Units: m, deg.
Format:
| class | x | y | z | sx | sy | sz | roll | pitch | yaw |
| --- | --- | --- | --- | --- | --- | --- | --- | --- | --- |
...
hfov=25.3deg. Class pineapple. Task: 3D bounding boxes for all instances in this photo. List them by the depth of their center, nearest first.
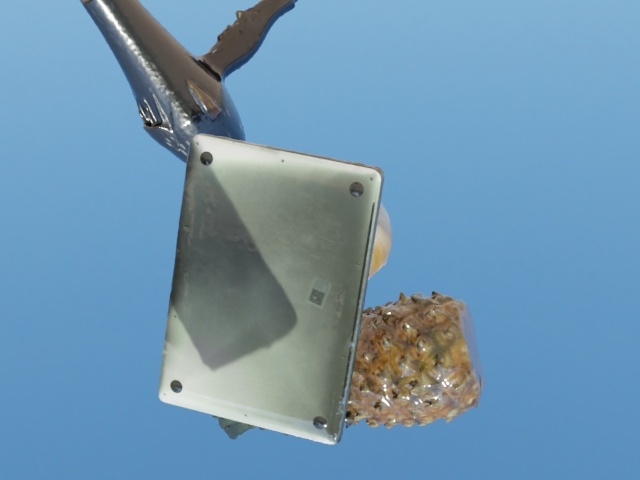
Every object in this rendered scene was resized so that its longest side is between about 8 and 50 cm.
| class | x | y | z | sx | sy | sz | roll | pitch | yaw |
| --- | --- | --- | --- | --- | --- | --- | --- | --- | --- |
| pineapple | 0.014 | 0.143 | 1.526 | 0.310 | 0.141 | 0.170 | -12 | 165 | 10 |

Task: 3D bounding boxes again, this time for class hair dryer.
| class | x | y | z | sx | sy | sz | roll | pitch | yaw |
| --- | --- | --- | --- | --- | --- | --- | --- | --- | --- |
| hair dryer | -0.124 | -0.287 | 1.833 | 0.120 | 0.304 | 0.359 | 9 | -130 | 51 |

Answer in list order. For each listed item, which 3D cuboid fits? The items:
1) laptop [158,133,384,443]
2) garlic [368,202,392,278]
| class | x | y | z | sx | sy | sz | roll | pitch | yaw |
| --- | --- | --- | --- | --- | --- | --- | --- | --- | --- |
| laptop | -0.051 | 0.046 | 1.328 | 0.187 | 0.269 | 0.015 | 12 | -166 | 13 |
| garlic | 0.008 | -0.012 | 1.934 | 0.164 | 0.245 | 0.145 | -46 | -117 | 0 |
